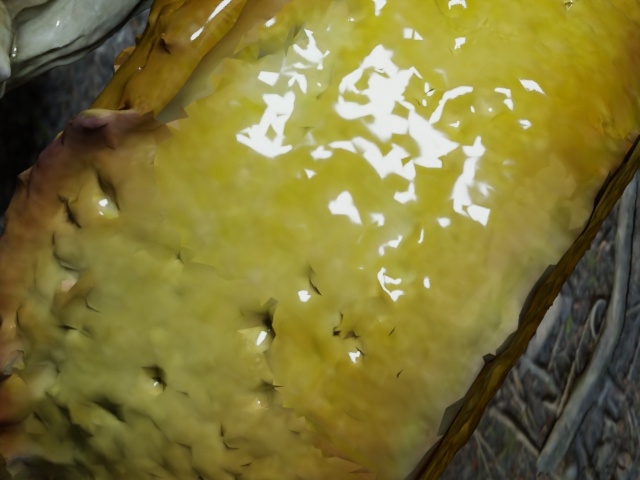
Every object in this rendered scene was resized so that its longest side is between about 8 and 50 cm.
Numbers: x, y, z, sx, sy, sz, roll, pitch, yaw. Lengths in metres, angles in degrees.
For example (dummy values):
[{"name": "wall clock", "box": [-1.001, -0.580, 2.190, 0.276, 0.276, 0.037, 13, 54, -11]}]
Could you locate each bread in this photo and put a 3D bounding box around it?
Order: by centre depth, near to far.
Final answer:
[{"name": "bread", "box": [0.000, 0.000, 0.887, 0.398, 0.215, 0.398, -56, 172, -12]}]

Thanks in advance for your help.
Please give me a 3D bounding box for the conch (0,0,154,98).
[{"name": "conch", "box": [-0.171, -0.155, 0.783, 0.159, 0.210, 0.291, 49, 31, -73]}]
